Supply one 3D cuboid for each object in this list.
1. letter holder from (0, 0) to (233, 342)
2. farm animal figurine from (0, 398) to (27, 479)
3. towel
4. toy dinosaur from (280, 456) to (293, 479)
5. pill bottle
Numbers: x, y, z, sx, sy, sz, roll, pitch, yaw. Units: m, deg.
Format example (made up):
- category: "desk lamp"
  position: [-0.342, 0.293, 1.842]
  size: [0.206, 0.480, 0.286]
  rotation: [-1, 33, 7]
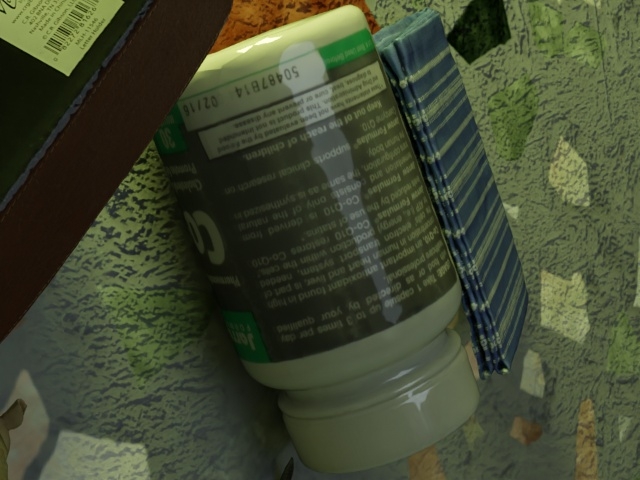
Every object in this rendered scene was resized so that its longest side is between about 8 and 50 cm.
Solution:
- category: "letter holder"
  position: [-0.197, -0.079, 0.830]
  size: [0.152, 0.214, 0.302]
  rotation: [29, 74, 13]
- category: "farm animal figurine"
  position: [-0.242, 0.219, 0.802]
  size: [0.327, 0.172, 0.330]
  rotation: [23, 106, -39]
- category: "towel"
  position: [0.132, -0.057, 1.208]
  size: [0.243, 0.040, 0.336]
  rotation: [-48, 120, -67]
- category: "toy dinosaur"
  position: [-0.018, 0.346, 1.047]
  size: [0.160, 0.121, 0.313]
  rotation: [16, 77, -54]
- category: "pill bottle"
  position: [0.000, 0.000, 1.057]
  size: [0.204, 0.204, 0.361]
  rotation: [-30, 104, -41]
